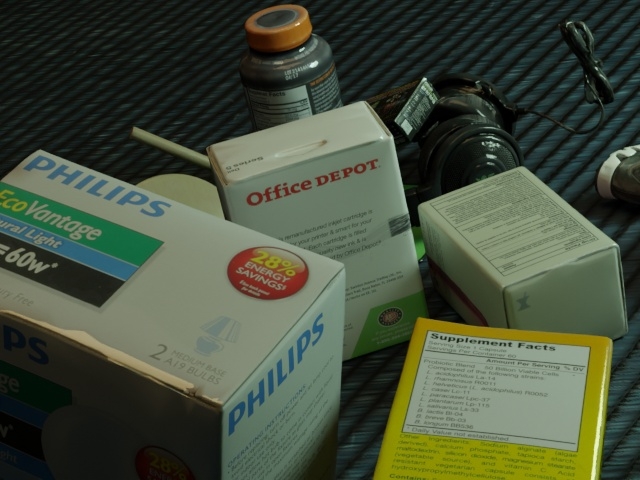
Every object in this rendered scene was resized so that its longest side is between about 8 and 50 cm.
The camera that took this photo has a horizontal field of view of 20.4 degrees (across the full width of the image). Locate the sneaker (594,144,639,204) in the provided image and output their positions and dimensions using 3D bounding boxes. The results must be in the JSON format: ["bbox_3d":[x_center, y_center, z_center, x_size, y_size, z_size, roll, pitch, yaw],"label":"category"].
[{"bbox_3d":[0.464,-0.107,2.253,0.234,0.078,0.106,-32,38,-22],"label":"sneaker"}]

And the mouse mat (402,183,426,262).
[{"bbox_3d":[0.094,-0.024,2.322,0.152,0.007,0.190,4,35,27],"label":"mouse mat"}]

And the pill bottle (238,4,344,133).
[{"bbox_3d":[-0.036,-0.194,2.418,0.130,0.246,0.130,-9,30,5],"label":"pill bottle"}]

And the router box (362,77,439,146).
[{"bbox_3d":[0.085,-0.156,2.307,0.122,0.038,0.092,-16,32,47],"label":"router box"}]

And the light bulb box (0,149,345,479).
[{"bbox_3d":[-0.183,0.161,1.695,0.358,0.361,0.225,20,42,22],"label":"light bulb box"}]

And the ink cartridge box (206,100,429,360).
[{"bbox_3d":[0.000,0.000,2.053,0.198,0.273,0.115,-17,30,-7],"label":"ink cartridge box"}]

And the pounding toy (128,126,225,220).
[{"bbox_3d":[-0.189,-0.006,2.288,0.183,0.110,0.237,13,67,-13],"label":"pounding toy"}]

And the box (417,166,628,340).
[{"bbox_3d":[0.232,0.032,2.056,0.148,0.127,0.232,-20,31,-13],"label":"box"}]

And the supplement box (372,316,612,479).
[{"bbox_3d":[0.153,0.255,1.620,0.194,0.195,0.356,6,34,10],"label":"supplement box"}]

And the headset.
[{"bbox_3d":[0.184,-0.147,2.306,0.394,0.185,0.243,-19,29,12],"label":"headset"}]
